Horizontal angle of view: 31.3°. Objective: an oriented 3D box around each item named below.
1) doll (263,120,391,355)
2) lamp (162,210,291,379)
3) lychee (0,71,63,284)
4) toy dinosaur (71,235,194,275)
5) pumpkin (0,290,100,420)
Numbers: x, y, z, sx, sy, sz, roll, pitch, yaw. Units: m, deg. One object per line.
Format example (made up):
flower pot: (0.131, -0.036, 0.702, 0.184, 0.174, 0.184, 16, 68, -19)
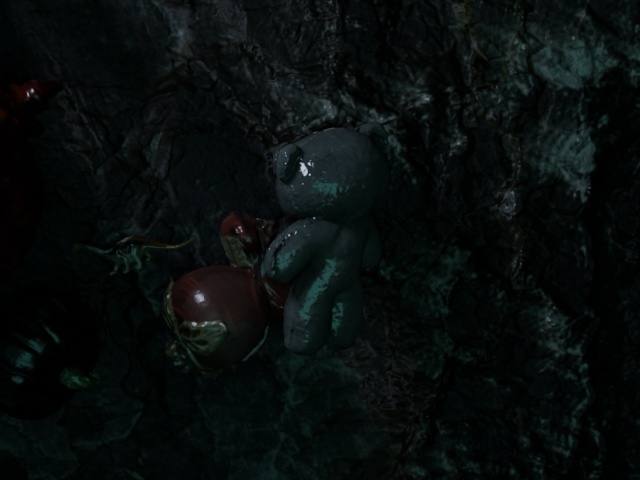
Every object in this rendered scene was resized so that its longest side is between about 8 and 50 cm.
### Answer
doll: (-0.005, -0.004, 1.668, 0.246, 0.158, 0.340, -12, 117, -43)
lamp: (-0.148, 0.087, 1.689, 0.223, 0.151, 0.215, -44, 127, -42)
lychee: (-0.534, -0.089, 1.408, 0.500, 0.425, 0.424, -35, 113, -20)
toy dinosaur: (-0.275, 0.022, 1.688, 0.180, 0.037, 0.058, -7, 114, -8)
pumpkin: (-0.402, 0.166, 1.638, 0.194, 0.150, 0.194, -15, 117, -32)
